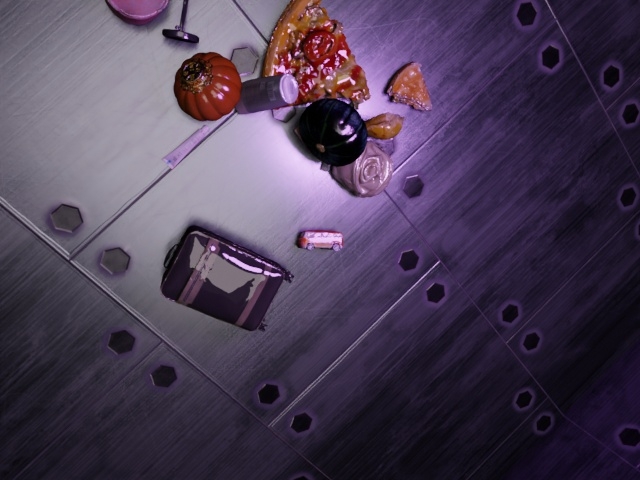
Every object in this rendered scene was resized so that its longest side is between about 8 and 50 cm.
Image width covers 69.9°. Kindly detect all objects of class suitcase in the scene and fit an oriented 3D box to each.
[{"bbox_3d":[-0.337,0.142,1.616,0.434,0.194,0.283,27,93,-18],"label":"suitcase"}]

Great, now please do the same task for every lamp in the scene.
[{"bbox_3d":[-0.412,-0.801,1.467,0.130,0.108,0.370,9,85,-6],"label":"lamp"},{"bbox_3d":[-0.361,-0.491,1.465,0.224,0.196,0.223,-2,81,15],"label":"lamp"}]

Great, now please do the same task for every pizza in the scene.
[{"bbox_3d":[0.231,-0.409,1.661,0.188,0.204,0.080,-10,94,-20],"label":"pizza"},{"bbox_3d":[0.353,-0.562,1.735,0.195,0.052,0.185,45,80,-16],"label":"pizza"},{"bbox_3d":[0.018,-0.615,1.587,0.407,0.130,0.439,19,96,-17],"label":"pizza"}]

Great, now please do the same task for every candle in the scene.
[{"bbox_3d":[-0.571,-0.841,1.370,0.287,0.131,0.316,-43,119,-11],"label":"candle"}]

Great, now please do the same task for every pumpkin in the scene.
[{"bbox_3d":[0.062,-0.391,1.581,0.248,0.248,0.247,-3,103,-16],"label":"pumpkin"}]

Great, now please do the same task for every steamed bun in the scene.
[{"bbox_3d":[0.177,-0.267,1.698,0.218,0.144,0.211,42,88,-21],"label":"steamed bun"}]

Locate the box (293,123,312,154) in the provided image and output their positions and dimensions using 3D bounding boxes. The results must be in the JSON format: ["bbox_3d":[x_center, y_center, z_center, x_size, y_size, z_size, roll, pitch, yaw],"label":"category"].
[{"bbox_3d":[-0.048,-0.371,1.673,0.048,0.025,0.115,-41,110,-3],"label":"box"}]

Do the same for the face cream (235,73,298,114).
[{"bbox_3d":[-0.186,-0.476,1.486,0.073,0.269,0.107,-11,103,-43],"label":"face cream"}]

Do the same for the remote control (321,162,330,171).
[{"bbox_3d":[0.028,-0.304,1.715,0.034,0.016,0.090,17,97,-3],"label":"remote control"}]

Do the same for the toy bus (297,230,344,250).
[{"bbox_3d":[0.000,0.000,1.745,0.175,0.079,0.077,2,93,-16],"label":"toy bus"}]

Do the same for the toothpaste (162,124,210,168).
[{"bbox_3d":[-0.454,-0.324,1.564,0.190,0.031,0.048,-43,113,0],"label":"toothpaste"}]
